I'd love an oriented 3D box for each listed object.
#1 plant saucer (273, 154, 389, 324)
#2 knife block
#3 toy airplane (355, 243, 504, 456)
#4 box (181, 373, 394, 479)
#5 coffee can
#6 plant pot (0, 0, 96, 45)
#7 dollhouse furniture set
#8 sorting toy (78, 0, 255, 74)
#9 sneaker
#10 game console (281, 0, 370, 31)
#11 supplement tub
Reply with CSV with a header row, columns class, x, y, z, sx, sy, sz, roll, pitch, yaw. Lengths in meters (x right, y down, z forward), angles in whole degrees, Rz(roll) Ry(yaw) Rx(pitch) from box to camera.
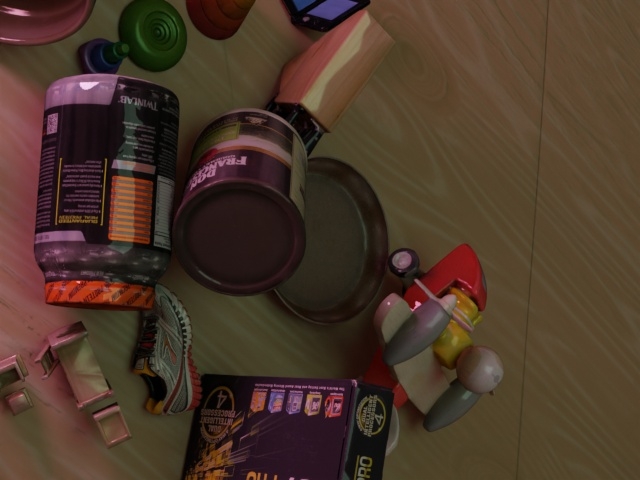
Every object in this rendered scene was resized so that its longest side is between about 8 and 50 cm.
class,x,y,z,sx,sy,sz,roll,pitch,yaw
plant saucer,0.000,0.000,2.111,0.310,0.050,0.311,4,84,-39
knife block,0.001,-0.248,2.019,0.088,0.275,0.242,42,32,-30
toy airplane,0.195,0.226,2.097,0.386,0.272,0.384,-24,127,-56
box,-0.070,0.373,1.794,0.097,0.395,0.318,18,75,-39
coffee can,-0.121,-0.067,1.836,0.201,0.201,0.275,52,17,-24
plant pot,-0.433,-0.490,1.648,0.323,0.323,0.280,39,51,-30
dollhouse furniture set,-0.400,0.241,1.751,0.161,0.101,0.182,-23,102,-14
sorting toy,-0.230,-0.362,1.905,0.365,0.126,0.127,-34,107,-37
sneaker,-0.257,0.176,1.856,0.092,0.088,0.225,-16,96,-38
game console,0.004,-0.462,2.138,0.144,0.124,0.085,-39,137,-35
supplement tub,-0.324,-0.067,1.745,0.207,0.207,0.338,9,80,-39
